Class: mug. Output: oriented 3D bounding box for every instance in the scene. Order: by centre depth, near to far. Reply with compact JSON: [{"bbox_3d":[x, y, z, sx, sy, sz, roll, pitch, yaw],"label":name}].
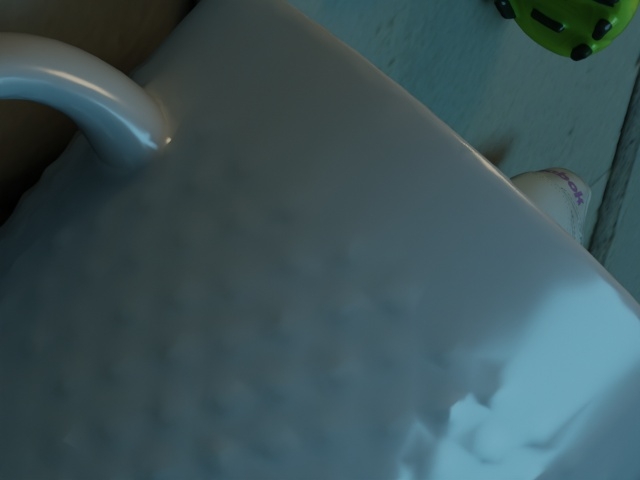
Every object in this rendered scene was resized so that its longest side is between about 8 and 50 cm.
[{"bbox_3d":[-0.076,0.073,0.785,0.328,0.276,0.374,-49,125,-2],"label":"mug"}]

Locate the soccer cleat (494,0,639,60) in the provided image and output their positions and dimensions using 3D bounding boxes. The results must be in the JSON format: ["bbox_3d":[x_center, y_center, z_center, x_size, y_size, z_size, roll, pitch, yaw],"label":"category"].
[{"bbox_3d":[0.155,-0.214,1.029,0.121,0.093,0.289,-51,156,-30],"label":"soccer cleat"}]

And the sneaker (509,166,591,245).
[{"bbox_3d":[0.117,0.086,1.280,0.152,0.114,0.305,-31,145,-42],"label":"sneaker"}]
